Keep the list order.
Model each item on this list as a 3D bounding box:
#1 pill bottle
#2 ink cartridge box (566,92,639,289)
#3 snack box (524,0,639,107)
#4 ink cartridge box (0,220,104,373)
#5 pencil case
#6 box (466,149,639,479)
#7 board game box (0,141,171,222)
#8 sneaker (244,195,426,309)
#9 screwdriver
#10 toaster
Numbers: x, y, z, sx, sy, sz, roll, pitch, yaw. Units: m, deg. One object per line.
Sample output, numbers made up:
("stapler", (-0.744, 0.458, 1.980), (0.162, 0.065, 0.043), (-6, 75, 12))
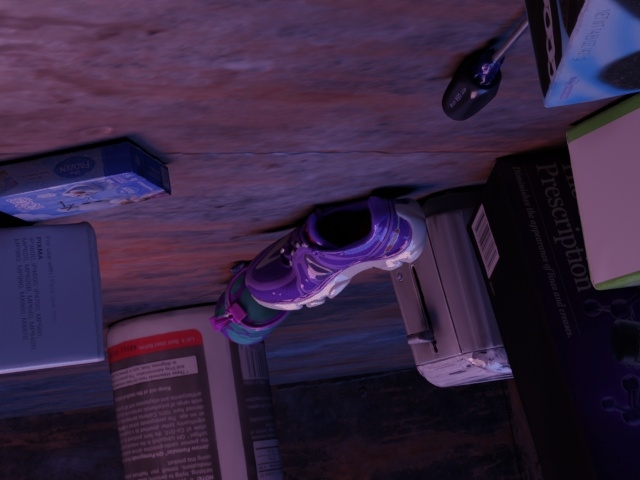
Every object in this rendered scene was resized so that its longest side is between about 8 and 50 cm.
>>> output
("pill bottle", (-0.132, 0.240, 1.670), (0.176, 0.319, 0.176), (-8, 172, -1))
("ink cartridge box", (0.324, -0.050, 0.938), (0.272, 0.115, 0.198), (-6, 172, -21))
("snack box", (0.172, -0.119, 0.477), (0.187, 0.060, 0.322), (-11, 172, 2))
("ink cartridge box", (-0.262, 0.043, 0.927), (0.217, 0.092, 0.158), (-7, 180, -30))
("pencil case", (-0.065, 0.060, 1.415), (0.070, 0.064, 0.152), (-24, 174, -11))
("box", (0.231, 0.064, 1.054), (0.184, 0.261, 0.103), (-7, 152, -14))
("board game box", (-0.139, -0.032, 0.853), (0.090, 0.020, 0.090), (-10, 172, 7))
("sneaker", (0.000, 0.000, 1.154), (0.170, 0.068, 0.071), (-26, 148, 36))
("screwdriver", (0.088, -0.095, 0.722), (0.024, 0.025, 0.170), (-7, 163, -13))
("toaster", (0.162, 0.036, 1.229), (0.227, 0.147, 0.129), (-5, 171, -32))
